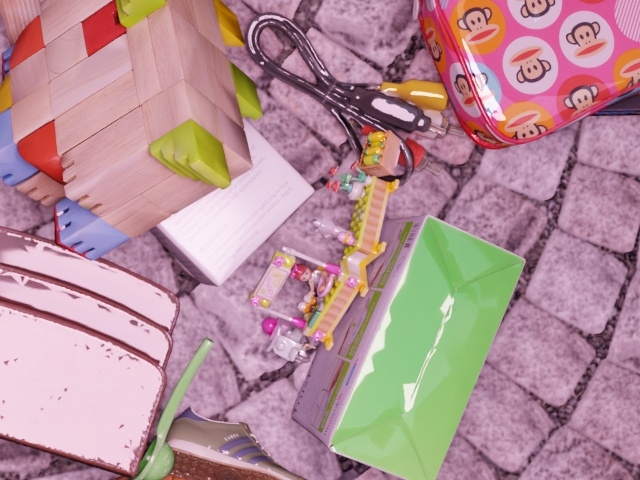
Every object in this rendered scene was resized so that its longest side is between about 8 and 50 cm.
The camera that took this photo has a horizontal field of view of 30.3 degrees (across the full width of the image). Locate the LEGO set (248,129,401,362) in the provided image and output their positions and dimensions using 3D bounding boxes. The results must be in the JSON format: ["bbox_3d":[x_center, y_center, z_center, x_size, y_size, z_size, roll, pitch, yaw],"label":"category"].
[{"bbox_3d":[0.000,0.000,1.316,0.107,0.132,0.287,22,96,-16],"label":"LEGO set"}]

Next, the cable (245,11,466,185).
[{"bbox_3d":[0.033,-0.163,1.408,0.287,0.072,0.139,25,101,2],"label":"cable"}]

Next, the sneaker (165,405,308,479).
[{"bbox_3d":[-0.085,0.244,1.344,0.192,0.086,0.064,20,129,-3],"label":"sneaker"}]

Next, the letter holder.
[{"bbox_3d":[-0.313,0.102,1.272,0.302,0.152,0.214,19,83,-10],"label":"letter holder"}]

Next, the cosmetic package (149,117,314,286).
[{"bbox_3d":[-0.133,-0.064,1.308,0.151,0.151,0.183,-45,97,-9],"label":"cosmetic package"}]

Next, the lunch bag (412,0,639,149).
[{"bbox_3d":[0.263,-0.262,1.338,0.293,0.120,0.258,-23,93,-8],"label":"lunch bag"}]

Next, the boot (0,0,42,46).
[{"bbox_3d":[-0.266,-0.361,1.309,0.220,0.109,0.283,-15,94,-9],"label":"boot"}]

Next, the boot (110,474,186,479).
[{"bbox_3d":[-0.192,0.359,1.330,0.152,0.073,0.197,-9,93,-15],"label":"boot"}]

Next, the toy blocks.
[{"bbox_3d":[-0.222,-0.139,1.161,0.261,0.191,0.381,-29,53,19],"label":"toy blocks"}]

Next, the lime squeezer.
[{"bbox_3d":[-0.157,0.262,1.270,0.110,0.059,0.310,-3,97,12],"label":"lime squeezer"}]

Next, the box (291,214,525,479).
[{"bbox_3d":[0.085,0.114,1.307,0.127,0.231,0.262,24,84,-9],"label":"box"}]

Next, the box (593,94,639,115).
[{"bbox_3d":[0.349,-0.299,1.448,0.296,0.073,0.293,-3,92,-9],"label":"box"}]
